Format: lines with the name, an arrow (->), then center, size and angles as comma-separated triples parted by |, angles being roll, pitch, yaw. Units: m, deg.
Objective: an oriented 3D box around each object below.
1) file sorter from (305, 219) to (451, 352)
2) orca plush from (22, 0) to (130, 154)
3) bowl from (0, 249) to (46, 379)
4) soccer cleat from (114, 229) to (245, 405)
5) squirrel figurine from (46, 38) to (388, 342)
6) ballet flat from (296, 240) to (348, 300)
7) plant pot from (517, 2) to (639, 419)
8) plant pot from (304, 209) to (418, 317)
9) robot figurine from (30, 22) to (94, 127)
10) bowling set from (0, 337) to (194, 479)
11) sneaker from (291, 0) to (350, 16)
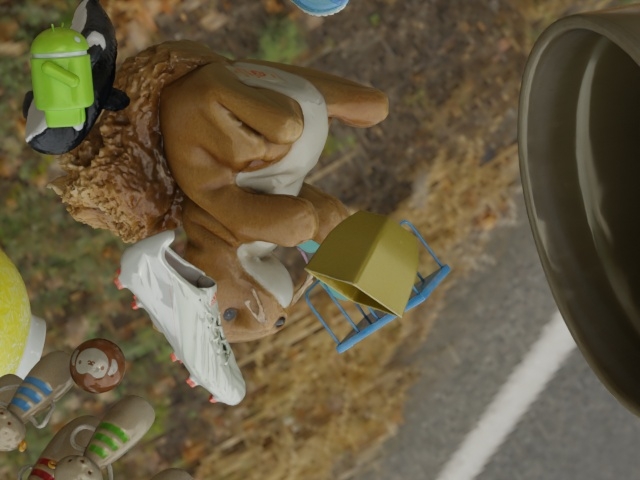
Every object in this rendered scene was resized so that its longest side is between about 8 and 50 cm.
file sorter -> 0.080, 0.064, 2.191 | 0.170, 0.104, 0.118 | -35, -177, 31
orca plush -> -0.295, -0.197, 1.908 | 0.151, 0.287, 0.102 | -40, 119, 22
bowl -> -0.472, 0.139, 2.068 | 0.156, 0.289, 0.289 | 20, 131, -22
soccer cleat -> -0.120, 0.078, 1.454 | 0.076, 0.068, 0.196 | -32, 111, 8
squirrel figurine -> -0.153, -0.061, 2.036 | 0.281, 0.397, 0.370 | -32, 140, -64
ballet flat -> 0.000, 0.000, 2.279 | 0.077, 0.079, 0.221 | -21, 133, 25
plant pot -> 0.346, -0.048, 1.172 | 0.280, 0.323, 0.323 | -16, 151, -14
plant pot -> 0.051, 0.018, 1.515 | 0.081, 0.081, 0.083 | 35, 79, -38
robot figurine -> -0.290, -0.186, 1.681 | 0.067, 0.115, 0.101 | -3, -169, 4
bowling set -> -0.264, 0.192, 1.470 | 0.154, 0.287, 0.200 | -49, 155, -39
sneaker -> -0.029, -0.341, 1.946 | 0.063, 0.162, 0.073 | -65, 157, -17
